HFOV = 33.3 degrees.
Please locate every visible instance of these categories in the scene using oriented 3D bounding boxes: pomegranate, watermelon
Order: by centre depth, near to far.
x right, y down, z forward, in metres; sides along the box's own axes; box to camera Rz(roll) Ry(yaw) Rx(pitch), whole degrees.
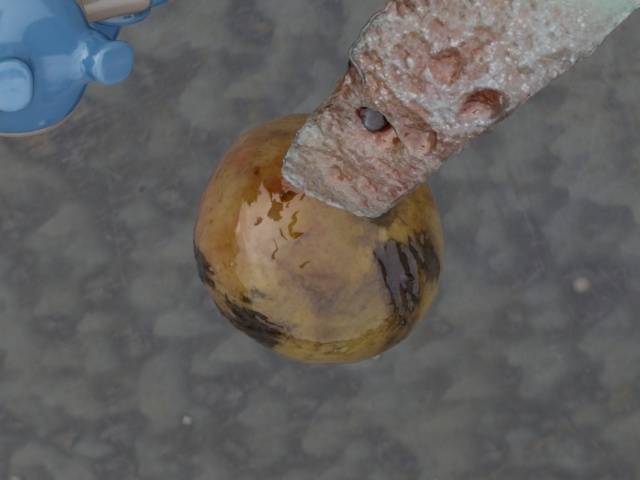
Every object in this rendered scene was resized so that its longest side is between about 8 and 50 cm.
[{"bbox_3d":[0.064,-0.102,0.546,0.094,0.154,0.241,35,129,-6],"label":"watermelon"},{"bbox_3d":[0.000,0.000,1.319,0.322,0.322,0.322,2,116,3],"label":"pomegranate"}]

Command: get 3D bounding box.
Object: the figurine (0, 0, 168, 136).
[{"bbox_3d":[-0.187,-0.163,0.733,0.180,0.262,0.154,-34,129,-7],"label":"figurine"}]
